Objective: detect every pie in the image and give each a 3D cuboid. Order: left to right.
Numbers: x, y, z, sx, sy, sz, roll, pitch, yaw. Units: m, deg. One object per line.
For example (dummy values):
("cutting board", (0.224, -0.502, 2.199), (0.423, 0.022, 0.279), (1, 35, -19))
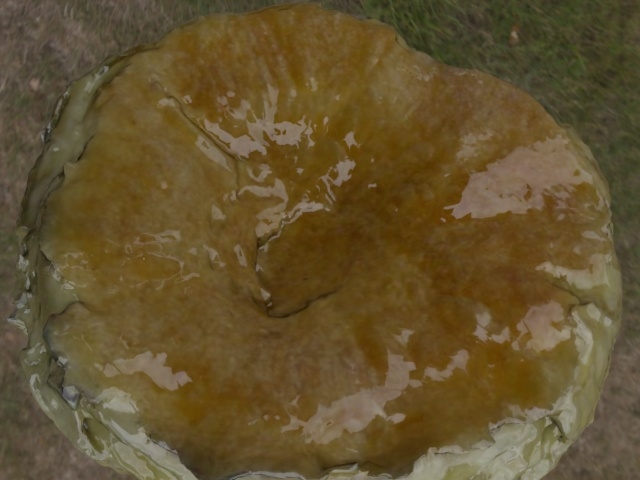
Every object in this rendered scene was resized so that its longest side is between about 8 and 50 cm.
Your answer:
("pie", (0.000, 0.000, 0.543), (0.339, 0.339, 0.083), (1, 142, -8))
